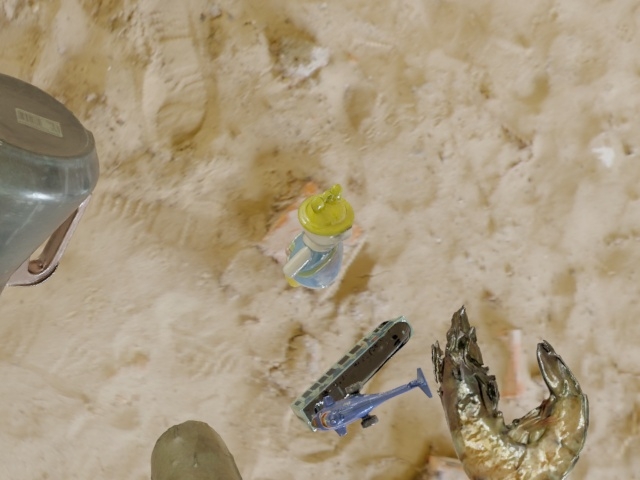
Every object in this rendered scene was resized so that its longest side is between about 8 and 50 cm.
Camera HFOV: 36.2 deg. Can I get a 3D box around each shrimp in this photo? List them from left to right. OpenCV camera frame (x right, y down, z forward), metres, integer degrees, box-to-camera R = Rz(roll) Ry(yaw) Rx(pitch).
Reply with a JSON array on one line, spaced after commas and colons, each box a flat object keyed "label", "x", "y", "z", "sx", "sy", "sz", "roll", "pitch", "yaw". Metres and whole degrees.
[{"label": "shrimp", "x": 0.302, "y": 0.241, "z": 1.567, "sx": 0.071, "sy": 0.233, "sz": 0.365, "roll": 41, "pitch": 28, "yaw": -43}]

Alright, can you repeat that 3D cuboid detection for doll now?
[{"label": "doll", "x": 0.000, "y": -0.001, "z": 1.631, "sx": 0.135, "sy": 0.241, "sz": 0.099, "roll": -5, "pitch": 53, "yaw": -13}]

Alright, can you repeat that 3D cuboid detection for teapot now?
[{"label": "teapot", "x": -0.460, "y": -0.037, "z": 1.352, "sx": 0.300, "sy": 0.344, "sz": 0.253, "roll": 3, "pitch": 38, "yaw": -51}]

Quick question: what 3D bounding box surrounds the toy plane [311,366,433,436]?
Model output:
[{"label": "toy plane", "x": 0.055, "y": 0.187, "z": 1.119, "sx": 0.062, "sy": 0.167, "sz": 0.054, "roll": -13, "pitch": 78, "yaw": -62}]

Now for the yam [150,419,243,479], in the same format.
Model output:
[{"label": "yam", "x": -0.044, "y": 0.244, "z": 0.627, "sx": 0.083, "sy": 0.371, "sz": 0.083, "roll": -8, "pitch": 114, "yaw": -18}]

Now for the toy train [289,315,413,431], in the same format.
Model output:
[{"label": "toy train", "x": 0.048, "y": 0.179, "z": 1.359, "sx": 0.207, "sy": 0.047, "sz": 0.043, "roll": -40, "pitch": 116, "yaw": -21}]
